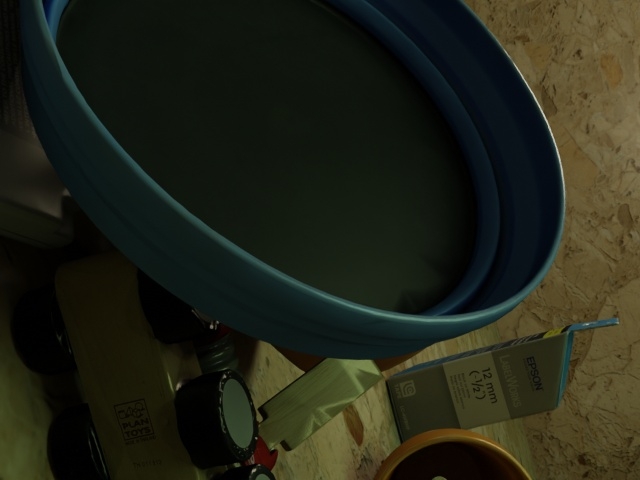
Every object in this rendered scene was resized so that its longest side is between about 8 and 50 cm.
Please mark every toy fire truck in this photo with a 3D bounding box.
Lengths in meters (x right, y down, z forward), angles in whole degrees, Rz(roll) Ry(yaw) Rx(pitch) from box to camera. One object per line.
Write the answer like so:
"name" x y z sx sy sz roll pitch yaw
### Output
"toy fire truck" -0.063 0.096 0.625 0.246 0.158 0.217 -22 96 -75

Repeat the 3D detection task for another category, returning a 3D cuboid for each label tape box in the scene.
"label tape box" 0.305 0.214 1.365 0.249 0.347 0.115 9 67 -72

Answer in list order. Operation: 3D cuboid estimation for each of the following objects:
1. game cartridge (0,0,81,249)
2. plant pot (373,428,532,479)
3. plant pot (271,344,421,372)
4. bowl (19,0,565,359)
"game cartridge" -0.224 -0.153 0.509 0.196 0.060 0.294 40 37 -68
"plant pot" 0.159 0.328 1.096 0.188 0.205 0.205 4 70 -88
"plant pot" 0.003 -0.047 0.800 0.203 0.291 0.291 42 33 -34
"bowl" -0.009 -0.098 0.589 0.391 0.077 0.391 20 47 -23
